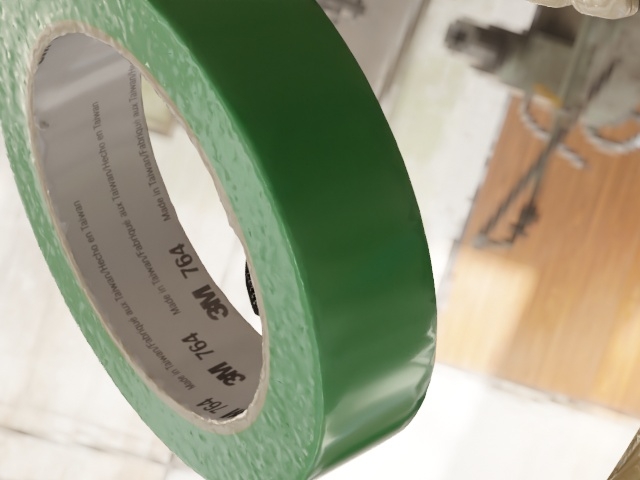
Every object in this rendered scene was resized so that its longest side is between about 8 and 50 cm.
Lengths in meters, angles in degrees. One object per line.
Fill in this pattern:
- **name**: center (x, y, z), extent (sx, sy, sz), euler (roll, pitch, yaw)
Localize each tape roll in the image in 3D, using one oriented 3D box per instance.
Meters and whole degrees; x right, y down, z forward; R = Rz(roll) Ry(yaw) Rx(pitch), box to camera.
- **tape roll**: center (-0.067, -0.019, 0.960), extent (0.077, 0.321, 0.321), euler (-25, -154, -27)

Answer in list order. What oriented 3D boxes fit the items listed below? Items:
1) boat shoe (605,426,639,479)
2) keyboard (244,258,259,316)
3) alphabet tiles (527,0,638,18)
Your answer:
- **boat shoe**: center (0.199, 0.244, 1.334), extent (0.098, 0.302, 0.109), euler (24, -171, -3)
- **keyboard**: center (0.000, 0.000, 1.813), extent (0.192, 0.100, 0.038), euler (-24, 151, 18)
- **alphabet tiles**: center (0.211, -0.330, 1.461), extent (0.021, 0.284, 0.278), euler (-12, -160, -31)
